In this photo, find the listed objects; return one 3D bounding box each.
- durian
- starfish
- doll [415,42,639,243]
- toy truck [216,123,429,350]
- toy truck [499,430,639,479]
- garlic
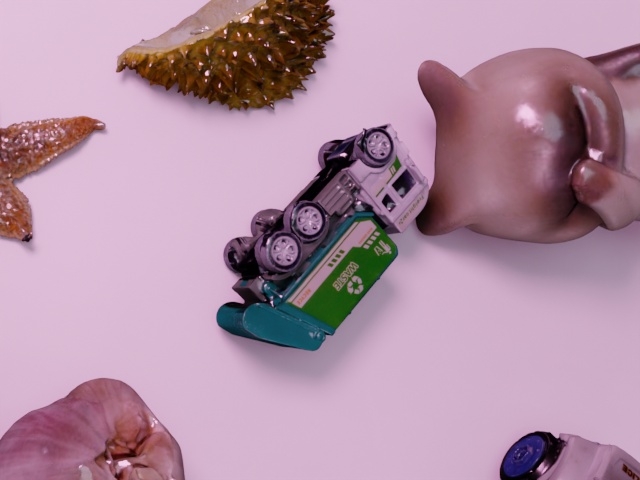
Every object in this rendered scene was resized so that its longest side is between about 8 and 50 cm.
[{"bbox_3d":[-0.080,-0.218,0.894,0.139,0.144,0.252,41,73,18],"label":"durian"},{"bbox_3d":[-0.359,-0.078,0.803,0.295,0.048,0.231,-42,102,-19],"label":"starfish"},{"bbox_3d":[0.298,-0.107,0.926,0.370,0.226,0.215,-13,117,-24],"label":"doll"},{"bbox_3d":[0.000,0.000,0.865,0.253,0.114,0.124,-47,107,-21],"label":"toy truck"},{"bbox_3d":[0.248,0.295,0.836,0.161,0.177,0.213,40,70,-4],"label":"toy truck"},{"bbox_3d":[-0.160,0.239,0.707,0.207,0.256,0.207,-16,115,-38],"label":"garlic"}]
